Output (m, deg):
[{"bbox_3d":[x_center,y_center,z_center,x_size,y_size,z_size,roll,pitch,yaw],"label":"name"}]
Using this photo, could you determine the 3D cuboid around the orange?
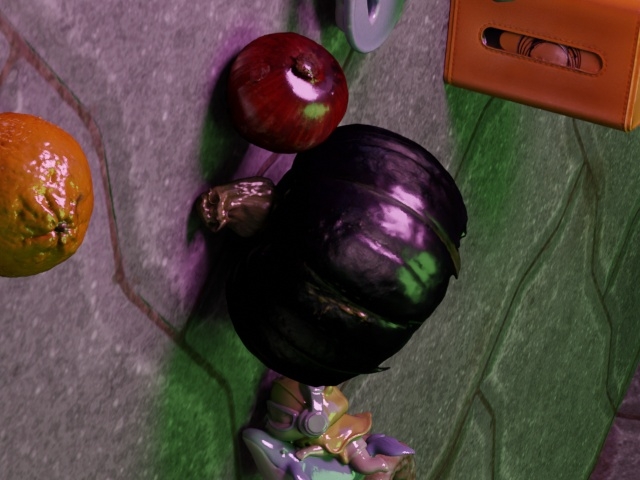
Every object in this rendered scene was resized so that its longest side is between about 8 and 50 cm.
[{"bbox_3d":[-0.241,-0.034,1.352,0.135,0.117,0.136,-56,159,-35],"label":"orange"}]

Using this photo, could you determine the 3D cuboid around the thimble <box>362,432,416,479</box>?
[{"bbox_3d":[0.031,0.353,2.201,0.229,0.148,0.196,81,32,-51],"label":"thimble"}]

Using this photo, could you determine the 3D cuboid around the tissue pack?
[{"bbox_3d":[0.320,-0.274,2.247,0.145,0.274,0.194,-41,141,-49],"label":"tissue pack"}]

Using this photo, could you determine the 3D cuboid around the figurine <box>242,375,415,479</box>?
[{"bbox_3d":[0.003,0.240,2.042,0.208,0.128,0.184,1,94,-24],"label":"figurine"}]

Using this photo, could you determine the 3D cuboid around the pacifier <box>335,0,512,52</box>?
[{"bbox_3d":[0.137,-0.320,1.853,0.299,0.233,0.244,-61,157,-23],"label":"pacifier"}]

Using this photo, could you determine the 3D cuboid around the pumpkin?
[{"bbox_3d":[0.000,0.000,1.800,0.296,0.295,0.296,-46,146,-46],"label":"pumpkin"}]

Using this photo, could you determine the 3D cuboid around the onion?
[{"bbox_3d":[-0.036,-0.151,1.724,0.131,0.131,0.131,-46,146,-46],"label":"onion"}]
